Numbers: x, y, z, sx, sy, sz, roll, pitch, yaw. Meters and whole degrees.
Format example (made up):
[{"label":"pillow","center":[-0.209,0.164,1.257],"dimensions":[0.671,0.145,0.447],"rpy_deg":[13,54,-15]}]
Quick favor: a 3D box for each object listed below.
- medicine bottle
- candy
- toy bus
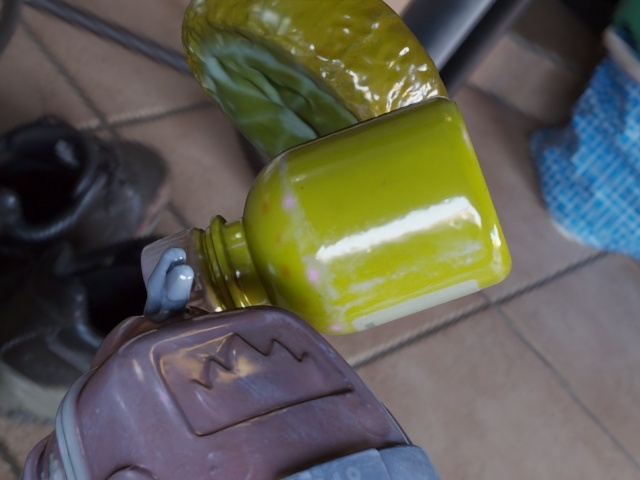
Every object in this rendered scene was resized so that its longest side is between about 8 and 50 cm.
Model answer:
[{"label":"medicine bottle","center":[0.000,0.000,0.910],"dimensions":[0.122,0.212,0.122],"rpy_deg":[-19,90,-84]},{"label":"candy","center":[-0.005,-0.147,1.310],"dimensions":[0.260,0.260,0.118],"rpy_deg":[37,71,-3]},{"label":"toy bus","center":[-0.068,0.163,0.828],"dimensions":[0.197,0.294,0.232],"rpy_deg":[-14,60,-34]}]
